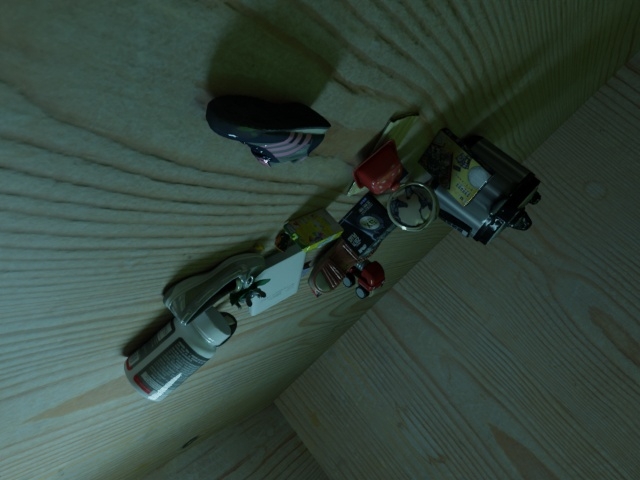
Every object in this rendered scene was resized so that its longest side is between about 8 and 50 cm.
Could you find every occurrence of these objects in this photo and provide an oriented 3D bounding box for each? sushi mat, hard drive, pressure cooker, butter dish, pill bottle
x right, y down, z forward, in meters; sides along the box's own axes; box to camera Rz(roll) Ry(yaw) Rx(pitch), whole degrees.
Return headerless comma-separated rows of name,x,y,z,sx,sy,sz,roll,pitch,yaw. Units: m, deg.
sushi mat,0.191,-0.263,1.501,0.151,0.019,0.316,-24,156,-39
hard drive,-0.152,0.136,1.656,0.203,0.040,0.307,-27,154,-25
pressure cooker,0.703,-0.188,2.029,0.370,0.420,0.375,-41,163,-27
butter dish,0.191,-0.196,1.438,0.160,0.118,0.160,-39,162,1
pill bottle,-0.409,0.315,1.406,0.283,0.161,0.161,-41,162,0

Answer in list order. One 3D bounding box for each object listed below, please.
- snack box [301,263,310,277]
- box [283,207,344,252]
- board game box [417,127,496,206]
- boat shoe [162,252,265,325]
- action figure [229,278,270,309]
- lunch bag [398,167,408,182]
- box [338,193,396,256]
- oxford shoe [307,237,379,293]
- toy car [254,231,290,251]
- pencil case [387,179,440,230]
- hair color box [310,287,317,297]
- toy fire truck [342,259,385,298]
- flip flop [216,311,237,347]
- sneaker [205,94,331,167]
snack box,-0.110,0.134,1.815,0.178,0.022,0.064,-16,148,-52
box,-0.025,-0.029,1.470,0.179,0.105,0.043,-23,154,-42
board game box,0.483,-0.262,1.732,0.042,0.243,0.165,-26,158,-41
boat shoe,-0.272,0.129,1.338,0.320,0.103,0.118,-24,156,-44
action figure,-0.231,0.169,1.488,0.137,0.063,0.232,-30,-174,-21
lunch bag,0.246,-0.224,1.616,0.067,0.065,0.098,-43,180,-2
box,0.164,-0.052,1.732,0.180,0.147,0.077,-46,162,16
oxford shoe,0.093,0.043,1.911,0.397,0.140,0.146,-41,-166,-16
toy car,-0.147,0.002,1.439,0.041,0.060,0.122,2,177,45
pencil case,0.337,-0.130,1.728,0.160,0.183,0.410,-42,174,14
hair color box,-0.005,0.206,2.166,0.072,0.043,0.141,-37,161,-8
toy fire truck,0.185,0.080,2.015,0.159,0.217,0.246,-27,143,-35
flip flop,-0.393,0.335,1.605,0.277,0.112,0.080,-46,-172,7
sneaker,-0.102,-0.191,0.920,0.319,0.112,0.131,-12,144,-54
